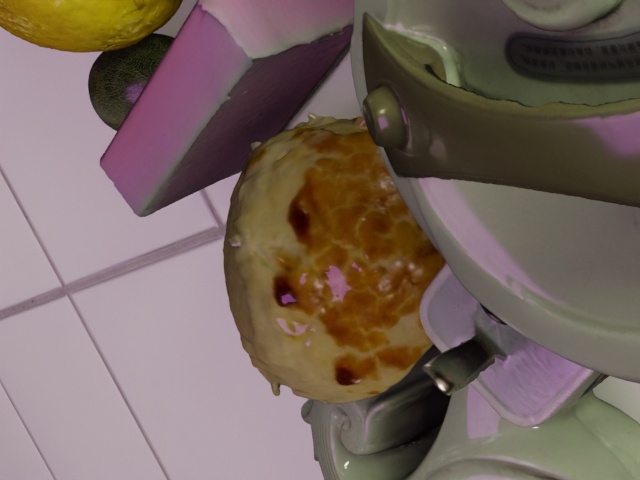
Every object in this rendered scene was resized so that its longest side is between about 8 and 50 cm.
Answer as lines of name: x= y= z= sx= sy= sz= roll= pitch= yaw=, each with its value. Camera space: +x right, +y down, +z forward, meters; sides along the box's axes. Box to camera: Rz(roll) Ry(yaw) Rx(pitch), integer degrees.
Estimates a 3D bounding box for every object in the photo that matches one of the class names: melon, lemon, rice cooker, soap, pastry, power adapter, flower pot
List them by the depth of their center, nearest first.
rice cooker: x=0.204 y=-0.104 z=0.535 sx=0.335 sy=0.325 sz=0.335 roll=28 pitch=134 yaw=34
power adapter: x=0.146 y=0.046 z=0.696 sx=0.125 sy=0.205 sz=0.130 roll=48 pitch=127 yaw=20
pastry: x=0.003 y=0.005 z=0.910 sx=0.236 sy=0.170 sz=0.256 roll=-21 pitch=56 yaw=51
soap: x=-0.078 y=-0.140 z=0.939 sx=0.081 sy=0.181 sz=0.259 roll=54 pitch=139 yaw=6
flower pot: x=0.143 y=0.188 z=0.951 sx=0.367 sy=0.164 sz=0.254 roll=-24 pitch=83 yaw=49
lemon: x=-0.250 y=-0.302 z=0.997 sx=0.263 sy=0.236 sz=0.236 roll=4 pitch=120 yaw=26
melon: x=-0.186 y=-0.169 z=1.112 sx=0.167 sy=0.114 sz=0.114 roll=6 pitch=119 yaw=50
